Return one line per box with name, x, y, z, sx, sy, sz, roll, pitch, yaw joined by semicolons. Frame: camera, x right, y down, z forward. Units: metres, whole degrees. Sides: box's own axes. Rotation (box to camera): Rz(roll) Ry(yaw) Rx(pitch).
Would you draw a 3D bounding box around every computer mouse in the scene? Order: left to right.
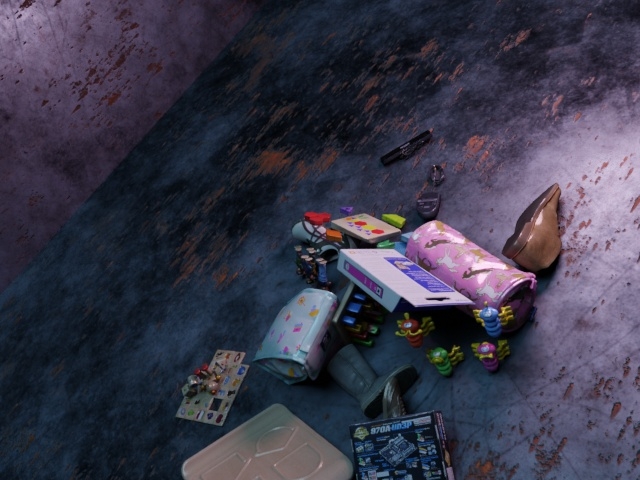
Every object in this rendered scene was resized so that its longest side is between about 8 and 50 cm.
computer mouse;0.344;-0.147;2.141;0.071;0.041;0.242;-2;44;25

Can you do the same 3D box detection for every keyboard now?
keyboard;0.292;-0.301;2.335;0.192;0.038;0.100;-30;17;12

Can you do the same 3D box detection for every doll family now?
doll family;-0.025;0.093;2.139;0.076;0.111;0.193;-8;24;-15

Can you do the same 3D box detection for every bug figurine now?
bug figurine;0.325;0.238;1.647;0.279;0.216;0.072;-13;36;26

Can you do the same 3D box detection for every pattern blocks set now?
pattern blocks set;0.131;-0.036;2.074;0.286;0.026;0.325;-10;25;-27

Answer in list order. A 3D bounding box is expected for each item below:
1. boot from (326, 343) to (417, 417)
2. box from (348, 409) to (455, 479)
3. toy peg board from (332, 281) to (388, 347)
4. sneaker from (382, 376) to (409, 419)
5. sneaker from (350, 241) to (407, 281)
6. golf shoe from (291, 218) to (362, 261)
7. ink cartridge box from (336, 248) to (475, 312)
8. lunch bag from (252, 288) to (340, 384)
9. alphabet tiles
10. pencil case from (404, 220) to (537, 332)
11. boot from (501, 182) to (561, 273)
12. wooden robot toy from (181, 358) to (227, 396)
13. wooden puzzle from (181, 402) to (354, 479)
boot;0.130;0.340;1.820;0.190;0.076;0.208;-38;33;-2
box;0.182;0.491;1.586;0.220;0.051;0.175;-18;71;25
toy peg board;0.118;0.199;1.894;0.079;0.160;0.161;14;61;26
sneaker;0.187;0.424;1.674;0.071;0.066;0.188;1;76;20
sneaker;0.191;0.075;2.008;0.229;0.092;0.087;-19;37;-6
golf shoe;0.000;0.000;2.210;0.273;0.105;0.120;7;63;41
ink cartridge box;0.203;0.109;1.752;0.371;0.176;0.069;34;120;58
lunch bag;-0.047;0.260;1.889;0.223;0.160;0.262;-61;11;-25
alphabet tiles;-0.318;0.438;2.107;0.198;0.009;0.237;-1;52;37
pencil case;0.378;0.084;1.797;0.386;0.167;0.160;37;123;50
boot;0.578;-0.032;1.817;0.305;0.115;0.112;-52;-2;-36
wooden robot toy;-0.340;0.425;2.079;0.173;0.076;0.079;-33;51;8
wooden puzzle;-0.131;0.576;1.702;0.322;0.080;0.348;-29;30;-24
